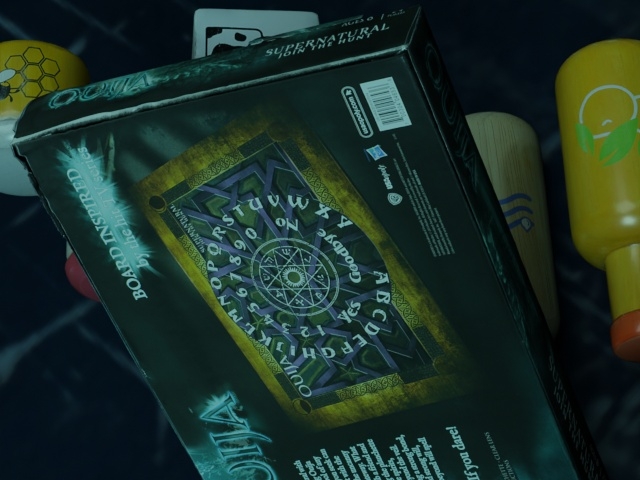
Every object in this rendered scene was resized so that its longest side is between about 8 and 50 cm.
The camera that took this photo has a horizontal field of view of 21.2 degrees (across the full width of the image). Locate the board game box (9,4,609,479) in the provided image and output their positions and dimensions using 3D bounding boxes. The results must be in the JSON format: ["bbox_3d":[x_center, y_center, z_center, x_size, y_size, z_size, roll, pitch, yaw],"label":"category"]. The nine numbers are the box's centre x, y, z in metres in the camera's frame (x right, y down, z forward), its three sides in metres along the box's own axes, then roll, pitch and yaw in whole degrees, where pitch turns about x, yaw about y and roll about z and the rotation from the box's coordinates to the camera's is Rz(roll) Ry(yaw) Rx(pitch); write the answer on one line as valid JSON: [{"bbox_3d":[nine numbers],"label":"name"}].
[{"bbox_3d":[0.002,0.025,0.519,0.126,0.186,0.026,-10,34,22],"label":"board game box"}]

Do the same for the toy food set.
[{"bbox_3d":[0.000,0.000,0.564,0.232,0.111,0.105,1,62,-7],"label":"toy food set"}]
